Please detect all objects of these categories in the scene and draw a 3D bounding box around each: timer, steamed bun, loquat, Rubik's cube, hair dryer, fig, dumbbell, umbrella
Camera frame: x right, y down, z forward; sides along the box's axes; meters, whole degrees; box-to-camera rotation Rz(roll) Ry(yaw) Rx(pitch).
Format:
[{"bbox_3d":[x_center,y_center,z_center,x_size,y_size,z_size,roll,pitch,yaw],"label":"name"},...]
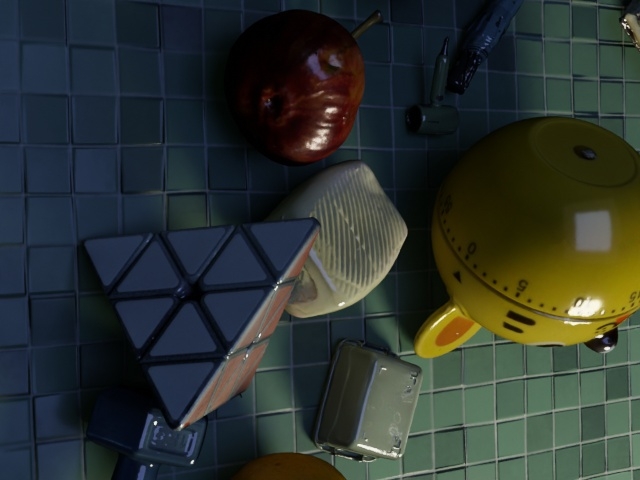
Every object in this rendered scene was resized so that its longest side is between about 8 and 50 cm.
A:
[{"bbox_3d":[0.326,0.019,1.590,0.376,0.376,0.387,-16,142,-31],"label":"timer"},{"bbox_3d":[0.000,0.000,1.474,0.170,0.153,0.238,59,39,-13],"label":"steamed bun"},{"bbox_3d":[-0.044,0.382,1.411,0.208,0.208,0.208,0,90,-32],"label":"loquat"},{"bbox_3d":[-0.141,0.100,1.334,0.228,0.229,0.233,-5,89,-35],"label":"Rubik's cube"},{"bbox_3d":[0.178,-0.232,1.616,0.071,0.047,0.150,-2,111,-31],"label":"hair dryer"},{"bbox_3d":[-0.024,-0.220,1.460,0.249,0.186,0.203,-61,152,-64],"label":"fig"},{"bbox_3d":[-0.244,0.345,1.324,0.144,0.160,0.324,14,82,0],"label":"dumbbell"},{"bbox_3d":[0.262,-0.334,1.685,0.053,0.052,0.250,28,72,18],"label":"umbrella"}]

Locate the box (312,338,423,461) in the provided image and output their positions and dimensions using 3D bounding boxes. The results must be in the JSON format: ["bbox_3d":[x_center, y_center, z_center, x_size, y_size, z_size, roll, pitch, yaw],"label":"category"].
[{"bbox_3d":[0.075,0.235,1.548,0.124,0.093,0.172,19,80,-30],"label":"box"}]

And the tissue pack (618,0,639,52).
[{"bbox_3d":[0.646,-0.355,1.885,0.215,0.123,0.256,-50,121,-24],"label":"tissue pack"}]
